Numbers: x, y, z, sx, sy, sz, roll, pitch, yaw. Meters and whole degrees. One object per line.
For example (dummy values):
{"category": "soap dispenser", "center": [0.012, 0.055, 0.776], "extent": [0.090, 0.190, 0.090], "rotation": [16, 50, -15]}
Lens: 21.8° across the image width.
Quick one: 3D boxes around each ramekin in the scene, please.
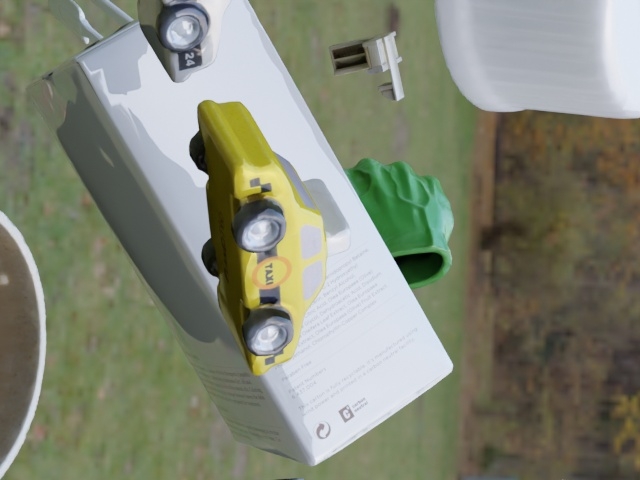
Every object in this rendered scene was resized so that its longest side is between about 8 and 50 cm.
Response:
{"category": "ramekin", "center": [0.210, -0.224, 1.267], "extent": [0.277, 0.135, 0.277], "rotation": [-30, 127, -50]}

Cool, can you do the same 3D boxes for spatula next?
{"category": "spatula", "center": [-0.234, -0.251, 1.682], "extent": [0.242, 0.019, 0.168], "rotation": [41, -34, 41]}

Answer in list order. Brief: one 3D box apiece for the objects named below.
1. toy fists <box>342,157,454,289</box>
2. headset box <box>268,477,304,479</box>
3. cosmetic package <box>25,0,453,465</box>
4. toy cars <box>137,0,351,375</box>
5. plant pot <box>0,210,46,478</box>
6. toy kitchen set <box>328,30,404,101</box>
{"category": "toy fists", "center": [0.000, 0.000, 1.729], "extent": [0.096, 0.279, 0.142], "rotation": [72, 5, -54]}
{"category": "headset box", "center": [-0.184, 0.246, 1.128], "extent": [0.283, 0.246, 0.131], "rotation": [5, 74, -50]}
{"category": "cosmetic package", "center": [-0.071, -0.013, 1.354], "extent": [0.365, 0.155, 0.197], "rotation": [62, -19, -11]}
{"category": "toy cars", "center": [-0.057, -0.107, 1.108], "extent": [0.176, 0.087, 0.393], "rotation": [170, -96, -75]}
{"category": "plant pot", "center": [-0.507, 0.110, 1.733], "extent": [0.334, 0.306, 0.333], "rotation": [-14, 106, -63]}
{"category": "toy kitchen set", "center": [0.044, -0.177, 1.760], "extent": [0.083, 0.075, 0.068], "rotation": [-40, 118, -69]}
